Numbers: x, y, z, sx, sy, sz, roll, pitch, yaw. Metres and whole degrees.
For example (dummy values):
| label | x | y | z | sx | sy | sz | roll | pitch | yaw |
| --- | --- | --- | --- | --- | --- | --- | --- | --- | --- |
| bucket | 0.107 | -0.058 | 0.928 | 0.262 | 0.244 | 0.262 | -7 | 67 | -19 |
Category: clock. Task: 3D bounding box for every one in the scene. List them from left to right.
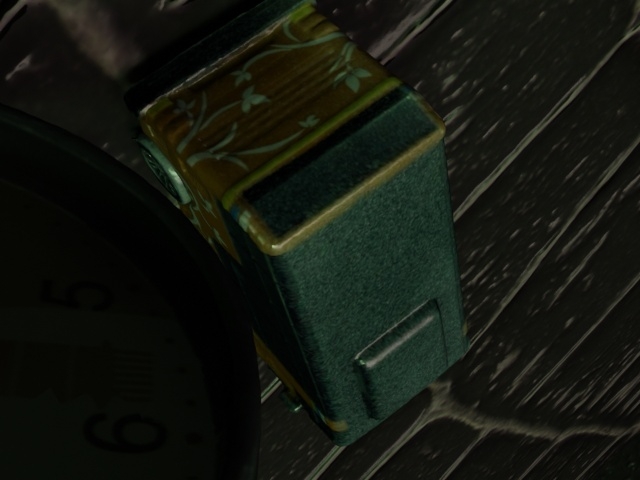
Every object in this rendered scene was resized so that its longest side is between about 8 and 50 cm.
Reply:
| label | x | y | z | sx | sy | sz | roll | pitch | yaw |
| --- | --- | --- | --- | --- | --- | --- | --- | --- | --- |
| clock | -0.203 | 0.051 | 0.322 | 0.386 | 0.386 | 0.076 | -14 | 132 | -39 |

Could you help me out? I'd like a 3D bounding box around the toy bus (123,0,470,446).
| label | x | y | z | sx | sy | sz | roll | pitch | yaw |
| --- | --- | --- | --- | --- | --- | --- | --- | --- | --- |
| toy bus | 0.000 | 0.000 | 0.682 | 0.138 | 0.167 | 0.275 | -36 | 147 | -14 |
